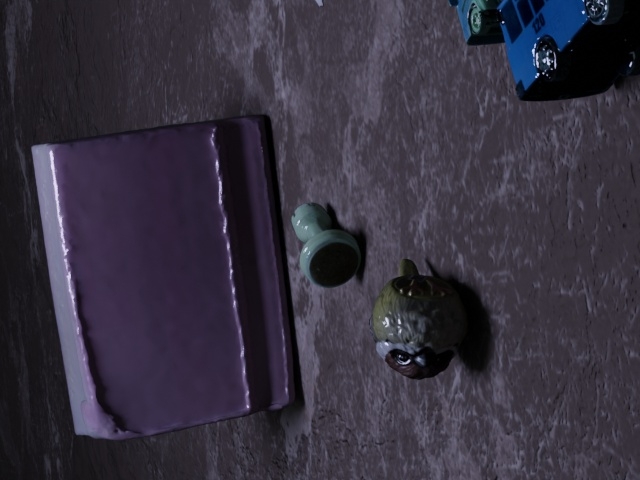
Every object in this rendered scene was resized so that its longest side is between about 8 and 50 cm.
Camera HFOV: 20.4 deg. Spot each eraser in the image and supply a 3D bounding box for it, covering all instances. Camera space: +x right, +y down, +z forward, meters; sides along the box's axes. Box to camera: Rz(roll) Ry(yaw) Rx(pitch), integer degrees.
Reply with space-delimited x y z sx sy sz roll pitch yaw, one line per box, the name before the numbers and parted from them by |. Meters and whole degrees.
eraser | -0.183 0.043 2.123 0.122 0.272 0.359 -172 75 -67

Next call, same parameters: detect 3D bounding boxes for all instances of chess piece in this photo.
chess piece | 0.000 0.000 1.950 0.103 0.067 0.067 -119 29 -55

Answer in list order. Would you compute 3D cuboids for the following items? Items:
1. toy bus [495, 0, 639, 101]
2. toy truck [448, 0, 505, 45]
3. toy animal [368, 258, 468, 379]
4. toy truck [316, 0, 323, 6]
toy bus | 0.210 -0.185 1.340 0.184 0.090 0.106 129 128 -59
toy truck | 0.162 -0.238 1.458 0.175 0.067 0.081 117 139 -55
toy animal | 0.091 0.078 1.729 0.137 0.098 0.098 -110 19 -66
toy truck | -0.010 -0.378 1.754 0.136 0.111 0.285 106 146 -64
